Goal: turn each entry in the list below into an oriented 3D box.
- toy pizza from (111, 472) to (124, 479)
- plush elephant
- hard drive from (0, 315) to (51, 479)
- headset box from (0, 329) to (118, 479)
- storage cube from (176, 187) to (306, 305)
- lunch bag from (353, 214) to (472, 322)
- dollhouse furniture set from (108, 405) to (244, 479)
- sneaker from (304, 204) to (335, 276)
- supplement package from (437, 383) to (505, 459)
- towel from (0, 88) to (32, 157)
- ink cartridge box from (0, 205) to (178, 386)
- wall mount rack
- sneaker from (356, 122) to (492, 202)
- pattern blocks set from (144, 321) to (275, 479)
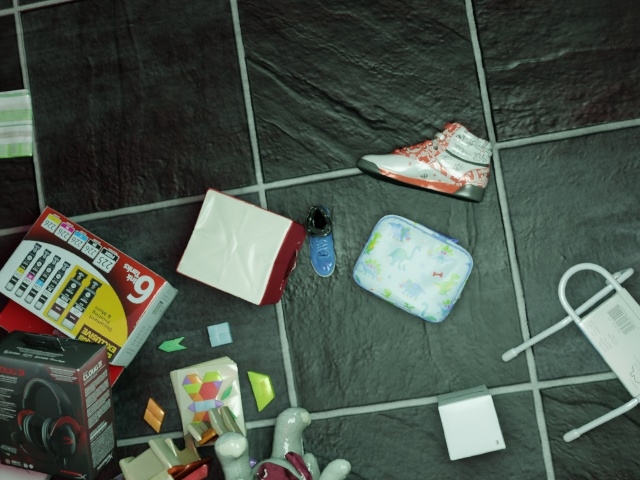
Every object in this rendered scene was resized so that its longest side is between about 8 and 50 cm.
[{"bbox_3d":[-0.378,0.587,1.762,0.201,0.032,0.201,0,88,6],"label":"toy pizza"},{"bbox_3d":[-0.031,0.501,1.565,0.255,0.272,0.330,-1,85,33],"label":"plush elephant"},{"bbox_3d":[-0.644,0.374,1.803,0.233,0.047,0.353,29,91,8],"label":"hard drive"},{"bbox_3d":[-0.537,0.316,1.647,0.218,0.110,0.293,7,112,15],"label":"headset box"},{"bbox_3d":[-0.157,0.016,1.684,0.215,0.193,0.183,22,90,7],"label":"storage cube"},{"bbox_3d":[0.192,0.055,1.686,0.219,0.090,0.176,27,92,8],"label":"lunch bag"},{"bbox_3d":[-0.284,0.459,1.617,0.262,0.259,0.135,-35,77,4],"label":"dollhouse furniture set"},{"bbox_3d":[-0.001,0.000,1.718,0.058,0.084,0.152,-2,87,8],"label":"sneaker"},{"bbox_3d":[0.291,0.351,1.610,0.105,0.179,0.105,-14,85,6],"label":"supplement package"},{"bbox_3d":[-0.706,-0.262,1.860,0.113,0.023,0.152,-5,86,8],"label":"towel"},{"bbox_3d":[-0.509,0.129,1.733,0.309,0.130,0.271,30,79,8],"label":"ink cartridge box"},{"bbox_3d":[0.548,0.227,1.616,0.304,0.130,0.350,-37,83,1],"label":"wall mount rack"},{"bbox_3d":[0.218,-0.177,1.698,0.270,0.090,0.145,14,88,5],"label":"sneaker"},{"bbox_3d":[-0.238,0.351,1.760,0.285,0.026,0.324,-24,84,6],"label":"pattern blocks set"}]
